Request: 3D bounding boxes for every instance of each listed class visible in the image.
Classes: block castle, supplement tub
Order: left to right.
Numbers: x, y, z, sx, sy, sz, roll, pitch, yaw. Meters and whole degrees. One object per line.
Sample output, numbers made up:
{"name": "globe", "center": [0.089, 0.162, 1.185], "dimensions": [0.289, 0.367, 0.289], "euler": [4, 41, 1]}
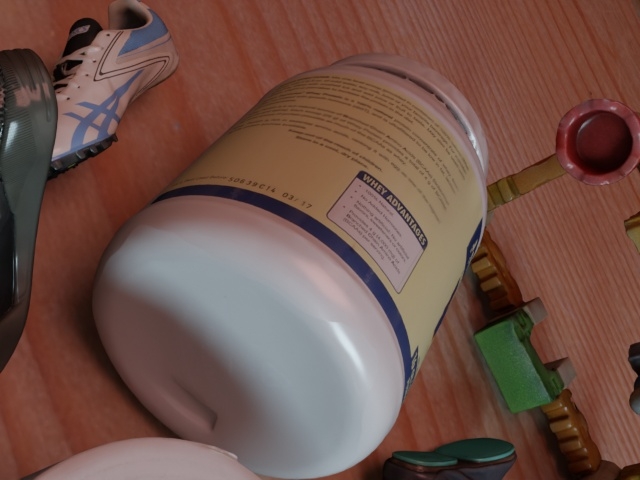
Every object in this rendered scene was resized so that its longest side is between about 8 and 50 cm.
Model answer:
{"name": "supplement tub", "center": [0.000, 0.000, 0.661], "dimensions": [0.235, 0.235, 0.325], "euler": [50, 42, -12]}
{"name": "block castle", "center": [0.298, 0.103, 0.862], "dimensions": [0.213, 0.303, 0.453], "euler": [-17, 81, -56]}

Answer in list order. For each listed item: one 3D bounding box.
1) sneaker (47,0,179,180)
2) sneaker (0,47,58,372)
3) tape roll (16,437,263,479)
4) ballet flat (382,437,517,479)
{"name": "sneaker", "center": [-0.191, -0.121, 0.648], "dimensions": [0.086, 0.085, 0.237], "euler": [54, 34, -25]}
{"name": "sneaker", "center": [-0.233, -0.004, 0.467], "dimensions": [0.130, 0.228, 0.087], "euler": [-6, 41, -34]}
{"name": "tape roll", "center": [-0.126, 0.246, 0.441], "dimensions": [0.246, 0.169, 0.246], "euler": [23, 54, -35]}
{"name": "ballet flat", "center": [0.126, 0.236, 0.792], "dimensions": [0.203, 0.074, 0.074], "euler": [9, 61, -50]}
